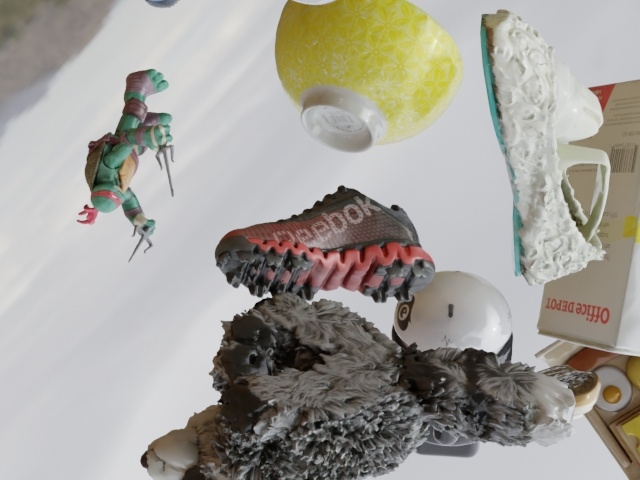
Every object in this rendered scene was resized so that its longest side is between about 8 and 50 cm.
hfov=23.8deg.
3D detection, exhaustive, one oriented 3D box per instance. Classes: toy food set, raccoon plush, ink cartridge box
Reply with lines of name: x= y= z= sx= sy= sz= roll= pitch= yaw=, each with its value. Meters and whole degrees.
toy food set: x=0.522 y=0.251 z=2.445 sx=0.219 sy=0.306 sz=0.092 roll=-35 pitch=177 yaw=18
raccoon plush: x=0.027 y=0.259 z=1.666 sx=0.216 sy=0.446 sz=0.299 roll=-60 pitch=165 yaw=-54
ink cartridge box: x=0.466 y=-0.028 z=2.213 sx=0.279 sy=0.160 sz=0.385 roll=-171 pitch=-89 yaw=-75

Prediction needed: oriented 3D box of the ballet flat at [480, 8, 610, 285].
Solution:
ballet flat: x=0.275 y=-0.114 z=1.805 sx=0.147 sy=0.409 sz=0.147 roll=-8 pitch=-136 yaw=8

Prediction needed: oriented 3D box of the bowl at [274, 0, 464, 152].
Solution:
bowl: x=0.049 y=-0.222 z=2.206 sx=0.289 sy=0.289 sz=0.156 roll=-30 pitch=-147 yaw=57

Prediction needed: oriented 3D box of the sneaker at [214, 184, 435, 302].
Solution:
sneaker: x=0.000 y=0.000 z=1.824 sx=0.098 sy=0.276 sz=0.135 roll=122 pitch=-36 yaw=-52

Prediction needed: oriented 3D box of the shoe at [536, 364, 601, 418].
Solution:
shoe: x=0.301 y=0.193 z=1.845 sx=0.076 sy=0.058 sz=0.219 roll=-13 pitch=-178 yaw=2

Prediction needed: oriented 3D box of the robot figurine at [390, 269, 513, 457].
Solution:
robot figurine: x=0.179 y=0.175 z=2.132 sx=0.173 sy=0.278 sz=0.209 roll=-20 pitch=-141 yaw=-28

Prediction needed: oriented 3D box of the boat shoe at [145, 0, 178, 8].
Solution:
boat shoe: x=-0.181 y=-0.440 z=2.182 sx=0.089 sy=0.109 sz=0.258 roll=63 pitch=49 yaw=-67

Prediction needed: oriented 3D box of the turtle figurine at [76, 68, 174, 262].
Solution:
turtle figurine: x=-0.242 y=-0.100 z=1.941 sx=0.175 sy=0.118 sz=0.234 roll=116 pitch=-14 yaw=-49

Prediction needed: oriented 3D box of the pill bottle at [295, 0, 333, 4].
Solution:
pill bottle: x=0.076 y=-0.364 z=1.386 sx=0.334 sy=0.188 sz=0.188 roll=-24 pitch=-155 yaw=40
